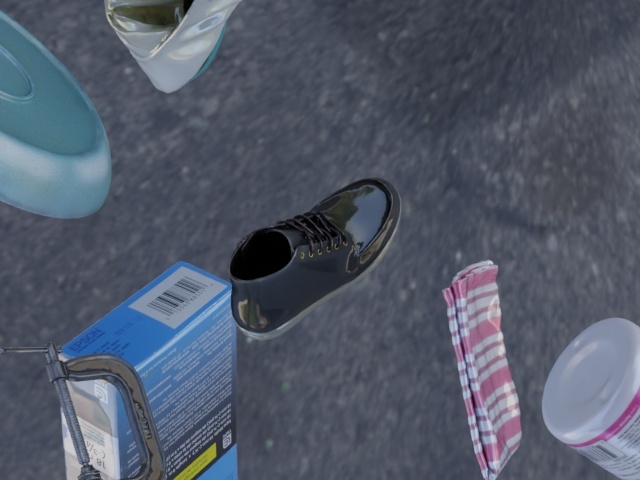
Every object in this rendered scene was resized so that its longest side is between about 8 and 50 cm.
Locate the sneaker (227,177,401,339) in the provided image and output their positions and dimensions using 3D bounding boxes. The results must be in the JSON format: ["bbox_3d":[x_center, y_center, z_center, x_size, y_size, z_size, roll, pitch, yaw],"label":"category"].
[{"bbox_3d":[0.000,0.000,1.565,0.083,0.118,0.222,39,70,21],"label":"sneaker"}]

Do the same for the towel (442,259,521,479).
[{"bbox_3d":[0.162,0.123,1.517,0.029,0.144,0.197,-11,94,19],"label":"towel"}]

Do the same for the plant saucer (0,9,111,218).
[{"bbox_3d":[-0.304,-0.146,1.383,0.317,0.317,0.044,43,107,-2],"label":"plant saucer"}]

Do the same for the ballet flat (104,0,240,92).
[{"bbox_3d":[-0.136,-0.255,1.497,0.139,0.400,0.139,8,70,-24],"label":"ballet flat"}]

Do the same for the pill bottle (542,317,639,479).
[{"bbox_3d":[0.413,0.224,1.843,0.283,0.160,0.160,33,107,-22],"label":"pill bottle"}]

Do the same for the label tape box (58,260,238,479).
[{"bbox_3d":[-0.214,0.230,2.005,0.106,0.240,0.334,23,129,27],"label":"label tape box"}]

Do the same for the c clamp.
[{"bbox_3d":[-0.205,0.159,1.391,0.022,0.137,0.161,-38,70,39],"label":"c clamp"}]
